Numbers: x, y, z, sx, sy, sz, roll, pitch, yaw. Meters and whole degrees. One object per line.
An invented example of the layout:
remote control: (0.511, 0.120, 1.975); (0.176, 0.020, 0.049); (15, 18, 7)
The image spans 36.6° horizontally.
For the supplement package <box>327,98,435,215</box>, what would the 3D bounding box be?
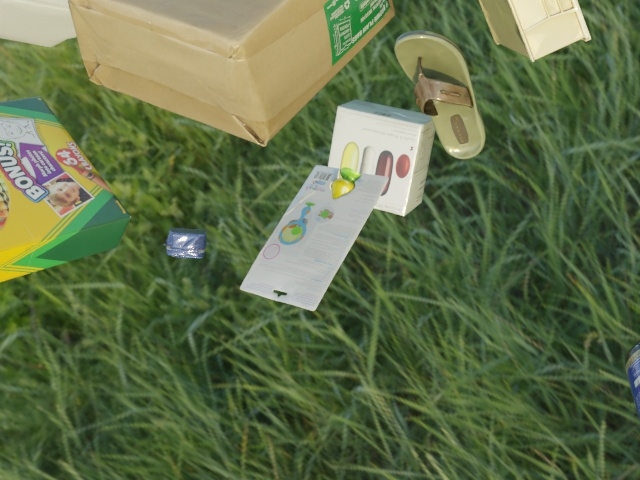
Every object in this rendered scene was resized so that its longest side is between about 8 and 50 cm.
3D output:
supplement package: (0.131, -0.185, 2.117); (0.194, 0.203, 0.149); (14, 18, 16)

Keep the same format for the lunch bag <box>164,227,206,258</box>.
lunch bag: (-0.314, 0.009, 2.241); (0.067, 0.098, 0.065); (-98, 13, -79)

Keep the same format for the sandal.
sandal: (0.240, -0.275, 1.871); (0.120, 0.302, 0.086); (-14, 33, 30)

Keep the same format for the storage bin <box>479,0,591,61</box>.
storage bin: (0.396, -0.511, 1.930); (0.123, 0.260, 0.262); (-25, 20, 3)

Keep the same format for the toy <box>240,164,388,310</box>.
toy: (0.000, 0.000, 1.423); (0.137, 0.056, 0.237); (13, 65, 35)

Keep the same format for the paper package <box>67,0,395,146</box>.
paper package: (-0.108, -0.314, 1.284); (0.309, 0.168, 0.325); (23, 55, 27)

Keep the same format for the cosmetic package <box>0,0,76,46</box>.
cosmetic package: (-0.421, -0.542, 1.441); (0.230, 0.162, 0.453); (-3, 85, 54)

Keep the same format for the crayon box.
crayon box: (-0.603, -0.108, 1.882); (0.363, 0.313, 0.106); (50, 131, 21)

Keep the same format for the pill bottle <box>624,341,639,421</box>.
pill bottle: (0.525, 0.252, 1.404); (0.123, 0.123, 0.219); (-24, 42, 24)
